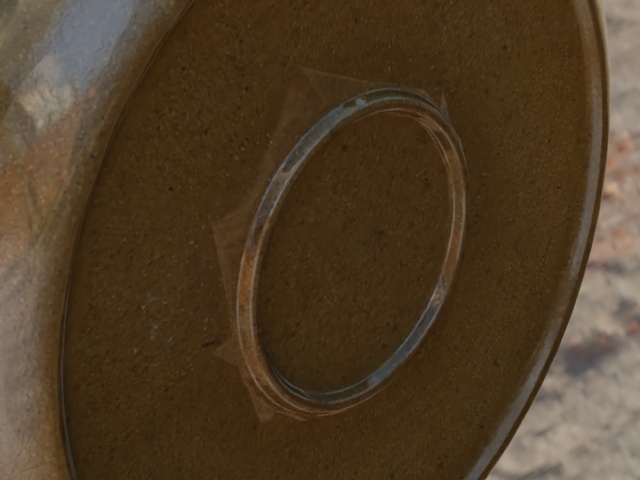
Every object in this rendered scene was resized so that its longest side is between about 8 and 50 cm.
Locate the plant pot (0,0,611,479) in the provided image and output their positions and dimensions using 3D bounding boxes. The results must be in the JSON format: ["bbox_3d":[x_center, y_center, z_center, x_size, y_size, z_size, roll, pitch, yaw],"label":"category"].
[{"bbox_3d":[0.000,0.000,0.450,0.032,0.236,0.236,22,56,39],"label":"plant pot"}]
